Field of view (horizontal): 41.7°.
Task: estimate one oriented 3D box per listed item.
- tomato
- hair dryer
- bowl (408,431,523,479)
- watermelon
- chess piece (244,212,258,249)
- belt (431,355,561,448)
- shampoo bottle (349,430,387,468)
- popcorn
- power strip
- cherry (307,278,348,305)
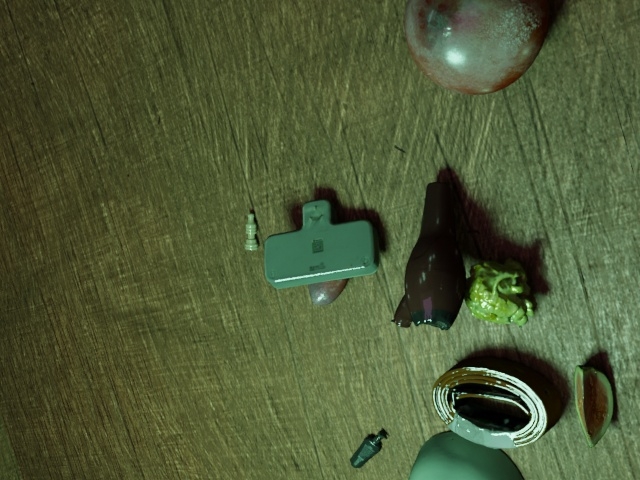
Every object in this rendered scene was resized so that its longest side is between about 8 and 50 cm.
[{"bbox_3d":[0.279,-0.402,1.556,0.270,0.227,0.270,12,109,37],"label":"tomato"},{"bbox_3d":[0.212,0.077,1.814,0.340,0.123,0.313,117,161,-61],"label":"hair dryer"},{"bbox_3d":[0.304,0.588,1.875,0.289,0.146,0.289,12,111,34],"label":"bowl"},{"bbox_3d":[0.545,0.315,1.667,0.069,0.087,0.163,-7,102,7],"label":"watermelon"},{"bbox_3d":[-0.175,-0.024,2.130,0.035,0.035,0.092,8,104,35],"label":"chess piece"},{"bbox_3d":[0.371,0.345,1.783,0.261,0.105,0.184,0,101,34],"label":"belt"},{"bbox_3d":[0.118,0.512,2.067,0.048,0.027,0.137,38,124,7],"label":"shampoo bottle"},{"bbox_3d":[0.358,0.104,1.701,0.135,0.162,0.141,-26,54,9],"label":"popcorn"},{"bbox_3d":[0.000,0.000,1.933,0.265,0.059,0.194,-9,66,17],"label":"power strip"},{"bbox_3d":[0.015,0.088,1.980,0.106,0.087,0.126,26,100,48],"label":"cherry"}]
